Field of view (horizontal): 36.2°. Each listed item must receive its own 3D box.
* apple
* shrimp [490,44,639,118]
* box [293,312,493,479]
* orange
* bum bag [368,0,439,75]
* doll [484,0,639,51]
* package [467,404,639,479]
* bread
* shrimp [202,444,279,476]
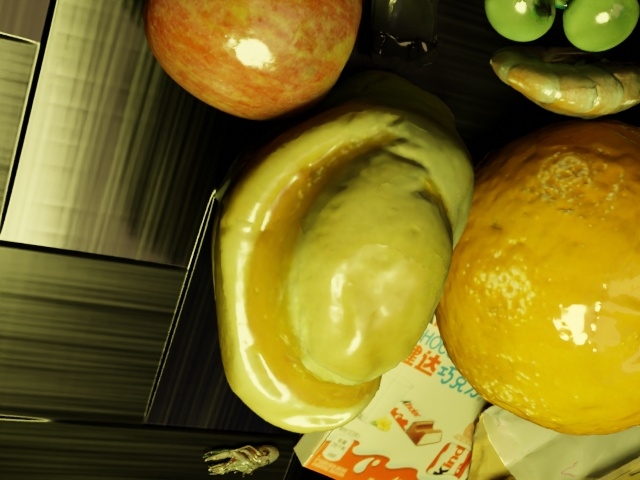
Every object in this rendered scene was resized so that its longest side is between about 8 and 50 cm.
[{"bbox_3d":[-0.061,-0.201,0.844,0.174,0.188,0.188,19,107,-18],"label":"apple"},{"bbox_3d":[0.273,-0.172,1.033,0.254,0.145,0.059,-16,126,-43],"label":"shrimp"},{"bbox_3d":[0.146,0.212,1.220,0.273,0.048,0.265,29,101,-31],"label":"box"},{"bbox_3d":[0.289,0.040,1.034,0.340,0.293,0.341,-8,106,-29],"label":"orange"},{"bbox_3d":[0.087,-0.256,0.960,0.087,0.049,0.198,-13,119,-22],"label":"bum bag"},{"bbox_3d":[0.237,-0.350,0.899,0.198,0.186,0.322,12,133,5],"label":"doll"},{"bbox_3d":[0.355,0.272,1.228,0.311,0.165,0.221,-20,130,-24],"label":"package"},{"bbox_3d":[0.000,0.000,0.894,0.210,0.341,0.300,25,111,-7],"label":"bread"},{"bbox_3d":[-0.096,0.263,1.161,0.092,0.029,0.038,2,123,-17],"label":"shrimp"}]
